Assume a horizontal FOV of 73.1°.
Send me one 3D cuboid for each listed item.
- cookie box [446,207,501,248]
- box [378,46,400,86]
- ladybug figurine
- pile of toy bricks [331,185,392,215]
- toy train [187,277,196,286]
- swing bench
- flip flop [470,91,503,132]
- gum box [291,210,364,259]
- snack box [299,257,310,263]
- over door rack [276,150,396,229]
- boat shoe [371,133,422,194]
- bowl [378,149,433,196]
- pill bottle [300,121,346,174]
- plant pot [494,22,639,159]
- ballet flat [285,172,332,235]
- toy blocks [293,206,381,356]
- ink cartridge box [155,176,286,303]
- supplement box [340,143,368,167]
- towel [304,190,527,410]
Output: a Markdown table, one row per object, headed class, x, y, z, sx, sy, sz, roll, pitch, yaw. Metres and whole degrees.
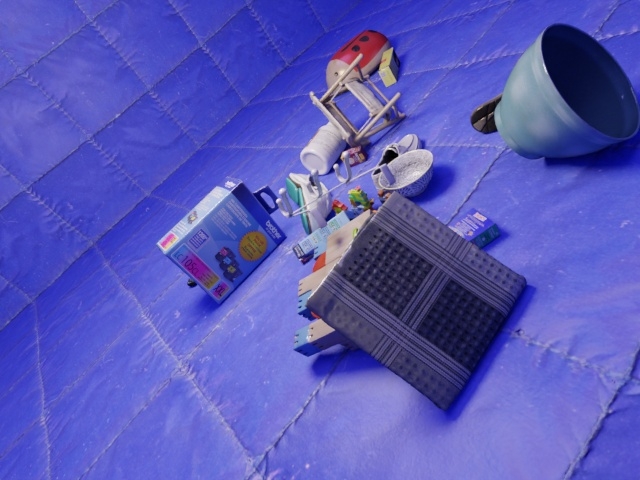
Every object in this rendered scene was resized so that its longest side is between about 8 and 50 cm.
| class | x | y | z | sx | sy | sz | roll | pitch | yaw |
| --- | --- | --- | --- | --- | --- | --- | --- | --- | --- |
| cookie box | 0.341 | -0.015 | 0.998 | 0.107 | 0.040 | 0.092 | -36 | 31 | 4 |
| box | 0.326 | -0.817 | 2.028 | 0.058 | 0.087 | 0.232 | -18 | 37 | 31 |
| ladybug figurine | 0.191 | -0.964 | 2.288 | 0.449 | 0.162 | 0.305 | -49 | 32 | -18 |
| pile of toy bricks | 0.127 | -0.119 | 1.294 | 0.212 | 0.105 | 0.118 | 12 | 57 | 52 |
| toy train | -0.442 | 0.142 | 1.620 | 0.158 | 0.027 | 0.036 | -21 | 38 | 27 |
| swing bench | 0.140 | -0.510 | 1.636 | 0.255 | 0.165 | 0.253 | -37 | 69 | 5 |
| flip flop | 0.563 | -0.389 | 1.216 | 0.277 | 0.112 | 0.080 | -19 | 21 | 38 |
| gum box | 0.031 | -0.017 | 1.210 | 0.184 | 0.041 | 0.157 | -36 | -11 | 22 |
| snack box | 0.000 | 0.000 | 1.350 | 0.178 | 0.022 | 0.064 | -39 | 30 | -1 |
| over door rack | 0.020 | -0.149 | 1.188 | 0.239 | 0.108 | 0.324 | -33 | 18 | -14 |
| boat shoe | 0.240 | -0.267 | 1.388 | 0.096 | 0.088 | 0.267 | 5 | 51 | 49 |
| bowl | 0.263 | -0.180 | 1.258 | 0.170 | 0.080 | 0.170 | -27 | 32 | 19 |
| pill bottle | 0.029 | -0.381 | 1.717 | 0.131 | 0.131 | 0.229 | -1 | 47 | 46 |
| plant pot | 0.534 | -0.308 | 0.990 | 0.293 | 0.293 | 0.196 | -59 | 10 | -30 |
| ballet flat | -0.027 | -0.146 | 1.486 | 0.139 | 0.139 | 0.400 | -35 | 30 | 5 |
| toy blocks | 0.054 | 0.112 | 1.026 | 0.261 | 0.191 | 0.381 | -33 | 37 | 34 |
| ink cartridge box | -0.307 | -0.026 | 1.463 | 0.395 | 0.270 | 0.151 | -48 | 34 | -15 |
| supplement box | 0.126 | -0.311 | 1.599 | 0.083 | 0.055 | 0.043 | -19 | 37 | 30 |
| towel | 0.181 | 0.098 | 0.824 | 0.312 | 0.324 | 0.056 | -50 | -10 | -18 |
